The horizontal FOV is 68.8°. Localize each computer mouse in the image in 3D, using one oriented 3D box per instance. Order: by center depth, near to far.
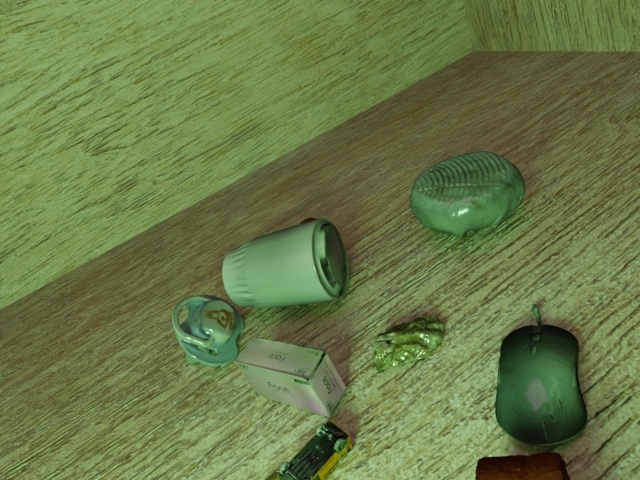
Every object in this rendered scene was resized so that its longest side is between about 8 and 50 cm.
[{"bbox_3d":[0.446,0.246,0.970,0.167,0.090,0.379,-8,32,26],"label":"computer mouse"}]

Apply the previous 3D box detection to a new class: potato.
[{"bbox_3d":[-0.102,0.522,0.988,0.093,0.036,0.037,-40,29,-27],"label":"potato"}]

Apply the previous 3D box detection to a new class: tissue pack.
[{"bbox_3d":[-0.074,0.336,1.161,0.246,0.148,0.092,-1,38,40],"label":"tissue pack"}]

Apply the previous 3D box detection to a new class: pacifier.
[{"bbox_3d":[-0.368,0.295,1.460,0.207,0.227,0.279,-57,15,28],"label":"pacifier"}]

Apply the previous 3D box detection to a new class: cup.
[{"bbox_3d":[-0.104,0.087,1.488,0.372,0.253,0.253,-13,31,26],"label":"cup"}]

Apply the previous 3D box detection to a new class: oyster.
[{"bbox_3d":[0.214,0.241,1.172,0.209,0.072,0.133,-22,32,1],"label":"oyster"}]

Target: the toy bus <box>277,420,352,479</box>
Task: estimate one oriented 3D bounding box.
[{"bbox_3d":[-0.009,0.462,0.976,0.162,0.074,0.070,-39,39,-27],"label":"toy bus"}]

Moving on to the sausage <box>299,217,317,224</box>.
[{"bbox_3d":[0.001,0.002,1.693,0.109,0.109,0.270,-27,28,-3],"label":"sausage"}]

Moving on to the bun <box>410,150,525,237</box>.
[{"bbox_3d":[0.452,-0.133,1.470,0.355,0.194,0.354,-16,31,10],"label":"bun"}]

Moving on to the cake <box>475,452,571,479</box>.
[{"bbox_3d":[0.311,0.437,0.667,0.151,0.177,0.283,-11,31,24],"label":"cake"}]
